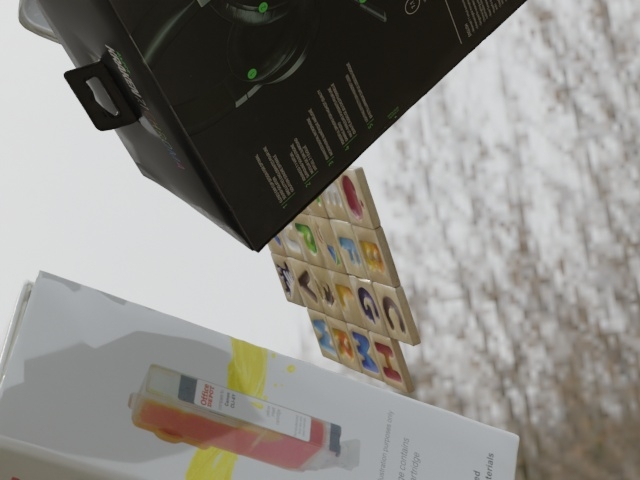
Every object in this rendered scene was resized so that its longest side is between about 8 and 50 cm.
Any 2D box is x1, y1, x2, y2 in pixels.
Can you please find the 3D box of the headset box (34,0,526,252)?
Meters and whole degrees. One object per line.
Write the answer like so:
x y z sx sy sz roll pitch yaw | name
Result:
-0.034 -0.168 1.121 0.283 0.131 0.246 -44 -41 -14 | headset box

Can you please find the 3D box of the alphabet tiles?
0.000 0.000 1.765 0.011 0.285 0.342 -22 13 -18 | alphabet tiles

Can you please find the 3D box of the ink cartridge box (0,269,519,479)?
-0.085 0.215 1.359 0.385 0.160 0.279 20 -42 -9 | ink cartridge box

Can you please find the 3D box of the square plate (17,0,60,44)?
-0.076 -0.278 1.467 0.344 0.347 0.049 19 -13 -39 | square plate
